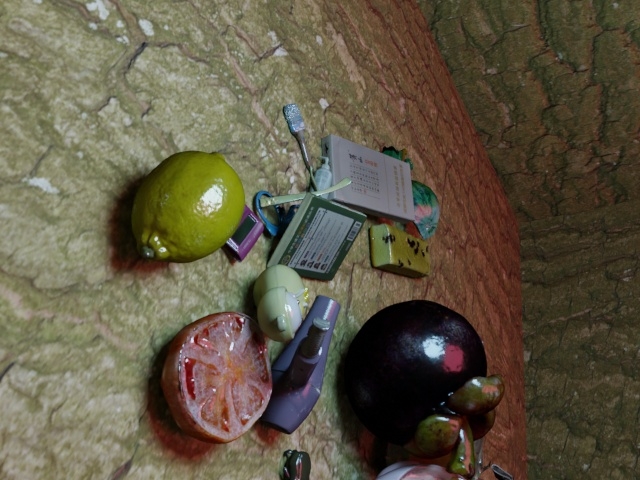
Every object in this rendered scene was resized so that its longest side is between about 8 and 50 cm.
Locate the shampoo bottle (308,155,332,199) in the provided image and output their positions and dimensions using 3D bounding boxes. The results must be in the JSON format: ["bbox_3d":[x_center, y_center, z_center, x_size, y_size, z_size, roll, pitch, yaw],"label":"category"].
[{"bbox_3d":[0.003,-0.157,1.490,0.056,0.056,0.195,49,41,-38],"label":"shampoo bottle"}]

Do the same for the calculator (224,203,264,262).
[{"bbox_3d":[-0.196,-0.059,1.152,0.190,0.034,0.127,57,37,-21],"label":"calculator"}]

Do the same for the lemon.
[{"bbox_3d":[-0.231,-0.053,0.950,0.184,0.184,0.248,54,49,-34],"label":"lemon"}]

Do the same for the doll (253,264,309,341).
[{"bbox_3d":[-0.074,0.129,1.111,0.296,0.117,0.141,-137,-139,-76],"label":"doll"}]

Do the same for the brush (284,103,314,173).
[{"bbox_3d":[-0.053,-0.274,1.482,0.070,0.021,0.196,-37,113,-58],"label":"brush"}]

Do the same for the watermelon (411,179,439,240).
[{"bbox_3d":[0.336,-0.129,1.943,0.146,0.128,0.231,21,35,-47],"label":"watermelon"}]

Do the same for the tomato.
[{"bbox_3d":[-0.193,0.241,0.986,0.236,0.095,0.237,24,60,-50],"label":"tomato"}]

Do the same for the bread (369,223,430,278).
[{"bbox_3d":[0.279,0.043,1.849,0.361,0.077,0.138,16,65,-56],"label":"bread"}]

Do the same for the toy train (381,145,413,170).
[{"bbox_3d":[0.244,-0.249,1.892,0.136,0.091,0.228,40,46,-32],"label":"toy train"}]

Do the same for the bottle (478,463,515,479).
[{"bbox_3d":[0.422,0.763,1.605,0.173,0.297,0.206,55,37,-30],"label":"bottle"}]

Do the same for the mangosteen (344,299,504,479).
[{"bbox_3d":[0.255,0.358,1.360,0.382,0.382,0.435,56,1,-32],"label":"mangosteen"}]

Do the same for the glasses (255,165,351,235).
[{"bbox_3d":[-0.038,-0.104,1.323,0.102,0.207,0.239,46,13,32],"label":"glasses"}]

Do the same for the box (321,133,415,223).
[{"bbox_3d":[0.153,-0.180,1.671,0.365,0.051,0.205,12,69,-42],"label":"box"}]

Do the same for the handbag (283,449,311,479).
[{"bbox_3d":[-0.051,0.505,1.164,0.072,0.047,0.111,36,50,-55],"label":"handbag"}]

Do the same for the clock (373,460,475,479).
[{"bbox_3d":[0.196,0.703,1.249,0.376,0.250,0.368,4,39,-24],"label":"clock"}]

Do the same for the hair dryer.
[{"bbox_3d":[-0.016,0.210,1.072,0.361,0.121,0.301,112,2,-63],"label":"hair dryer"}]

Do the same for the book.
[{"bbox_3d":[0.000,0.000,1.339,0.264,0.027,0.202,14,108,-56],"label":"book"}]

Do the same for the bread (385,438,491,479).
[{"bbox_3d":[0.332,0.600,1.542,0.225,0.279,0.250,-80,155,-59],"label":"bread"}]
